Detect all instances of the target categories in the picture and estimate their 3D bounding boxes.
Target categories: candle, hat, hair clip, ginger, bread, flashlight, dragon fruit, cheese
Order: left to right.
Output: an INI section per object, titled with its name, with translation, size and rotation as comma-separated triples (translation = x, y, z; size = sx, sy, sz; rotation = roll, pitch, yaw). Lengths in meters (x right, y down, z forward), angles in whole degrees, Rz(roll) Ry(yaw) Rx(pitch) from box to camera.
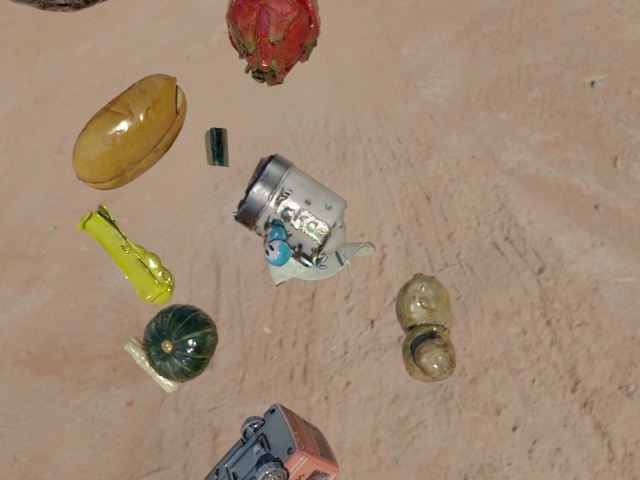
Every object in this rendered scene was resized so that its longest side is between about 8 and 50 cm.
[hair clip]
translation = -0.286, 0.027, 0.886
size = 0.072, 0.173, 0.046
rotation = -40, 8, 28
[bread]
translation = -0.248, -0.139, 0.793
size = 0.189, 0.114, 0.077
rotation = -44, 58, -1
[cheese]
translation = -0.475, 0.351, 1.678
size = 0.043, 0.194, 0.065
rotation = -44, 4, 16
[dragon fruit]
translation = -0.107, -0.527, 1.435
size = 0.244, 0.244, 0.299
rotation = 1, 95, 24
[flashlight]
translation = -0.080, 0.005, 1.127
size = 0.051, 0.051, 0.129
rotation = -20, 25, 7
[candle]
translation = -0.031, -0.042, 1.336
size = 0.330, 0.187, 0.187
rotation = 35, 66, -5
[hat]
translation = -0.001, 0.006, 1.670
size = 0.301, 0.168, 0.257
rotation = -4, 19, 41
[ginger]
translation = 0.283, 0.251, 1.544
size = 0.155, 0.245, 0.304
rotation = -7, 45, 2

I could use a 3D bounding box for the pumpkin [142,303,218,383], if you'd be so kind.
[pumpkin]
translation = -0.373, 0.273, 1.592
size = 0.211, 0.152, 0.212
rotation = 3, 97, 23

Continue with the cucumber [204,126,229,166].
[cucumber]
translation = -0.305, -0.274, 1.755
size = 0.062, 0.115, 0.116
rotation = -3, 9, -18

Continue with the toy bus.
[toy bus]
translation = -0.167, 0.647, 1.527
size = 0.427, 0.233, 0.203
rotation = -49, 32, 6

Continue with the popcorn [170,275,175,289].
[popcorn]
translation = -0.569, 0.161, 2.204
size = 0.059, 0.083, 0.068
rotation = 14, 20, 23

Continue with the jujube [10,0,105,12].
[jujube]
translation = -0.459, -0.494, 0.989
size = 0.225, 0.226, 0.317
rotation = -17, 12, 10
